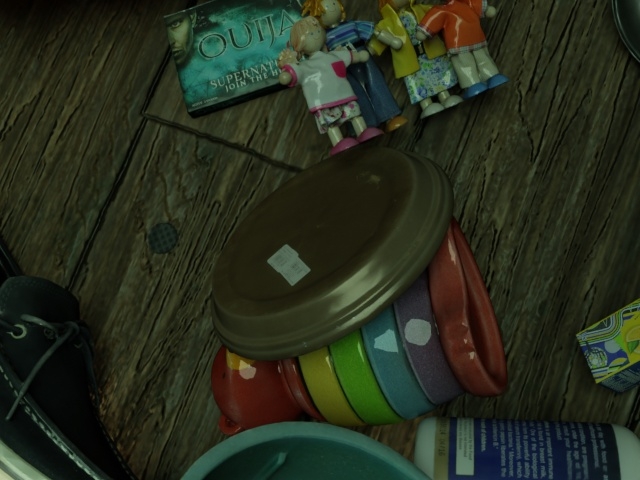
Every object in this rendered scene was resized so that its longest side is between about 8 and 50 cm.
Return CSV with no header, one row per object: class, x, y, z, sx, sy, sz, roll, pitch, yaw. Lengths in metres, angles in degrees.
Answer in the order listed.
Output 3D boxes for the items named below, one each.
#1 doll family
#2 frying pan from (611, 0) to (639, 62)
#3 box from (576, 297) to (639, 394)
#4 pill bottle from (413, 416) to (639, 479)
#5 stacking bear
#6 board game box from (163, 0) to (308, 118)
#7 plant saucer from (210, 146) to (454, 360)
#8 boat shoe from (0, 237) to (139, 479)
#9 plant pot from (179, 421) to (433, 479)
doll family,0.058,-0.196,1.034,0.263,0.118,0.163,-24,93,-21
frying pan,0.449,-0.308,1.035,0.197,0.053,0.326,38,88,4
box,0.336,0.080,0.937,0.169,0.054,0.059,-36,51,28
pill bottle,0.221,0.245,0.914,0.265,0.153,0.153,0,79,9
stacking bear,0.024,0.113,0.974,0.289,0.164,0.175,-18,52,17
board game box,-0.077,-0.227,1.123,0.186,0.026,0.126,-17,77,5
plant saucer,0.000,0.000,0.964,0.278,0.041,0.278,-26,32,18
boat shoe,-0.309,0.117,1.000,0.156,0.187,0.500,-44,63,-6
plant pot,-0.066,0.375,0.808,0.334,0.341,0.341,-44,71,39
